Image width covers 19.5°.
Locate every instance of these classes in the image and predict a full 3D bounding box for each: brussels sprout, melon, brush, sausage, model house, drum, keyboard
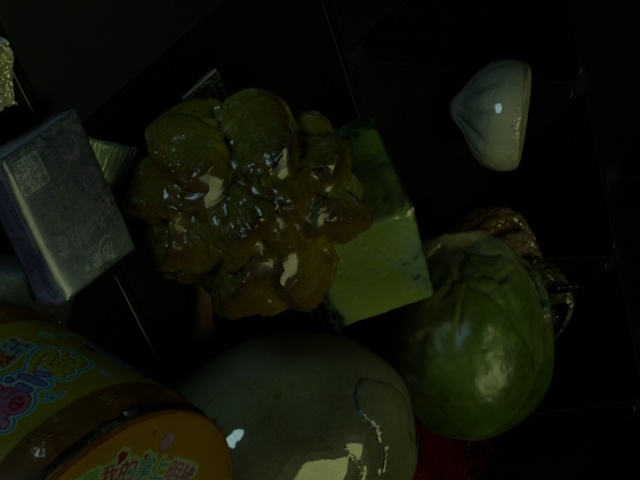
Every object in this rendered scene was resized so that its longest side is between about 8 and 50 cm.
[{"bbox_3d":[0.178,0.116,2.216,0.244,0.244,0.244,-29,134,-35],"label":"brussels sprout"},{"bbox_3d":[-0.043,0.232,2.059,0.330,0.268,0.268,-28,135,-16],"label":"melon"},{"bbox_3d":[-0.252,-0.007,1.867,0.083,0.011,0.205,12,105,-53],"label":"brush"},{"bbox_3d":[-0.129,0.058,2.045,0.026,0.026,0.116,-26,132,-37],"label":"sausage"},{"bbox_3d":[0.000,0.000,2.095,0.211,0.170,0.194,-22,144,-2],"label":"model house"},{"bbox_3d":[-0.288,0.284,1.706,0.431,0.214,0.431,-42,147,-34],"label":"drum"},{"bbox_3d":[-0.104,-0.124,1.954,0.049,0.015,0.129,-47,142,-16],"label":"keyboard"}]

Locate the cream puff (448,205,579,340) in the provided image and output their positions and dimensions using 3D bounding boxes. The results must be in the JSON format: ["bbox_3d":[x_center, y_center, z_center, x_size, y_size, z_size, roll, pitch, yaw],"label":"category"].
[{"bbox_3d":[0.244,0.064,2.366,0.183,0.169,0.183,-28,134,-34],"label":"cream puff"}]

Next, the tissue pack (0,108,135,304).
[{"bbox_3d":[-0.249,-0.031,1.766,0.112,0.051,0.156,-41,117,-42],"label":"tissue pack"}]

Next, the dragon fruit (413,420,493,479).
[{"bbox_3d":[0.050,0.284,2.366,0.329,0.228,0.286,54,37,-31],"label":"dragon fruit"}]

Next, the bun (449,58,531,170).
[{"bbox_3d":[0.201,-0.152,2.233,0.138,0.094,0.138,6,90,-84],"label":"bun"}]

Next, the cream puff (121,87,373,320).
[{"bbox_3d":[-0.070,-0.038,1.885,0.244,0.196,0.244,-17,126,-25],"label":"cream puff"}]

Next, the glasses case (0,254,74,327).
[{"bbox_3d":[-0.344,0.168,1.826,0.131,0.074,0.323,5,111,-49],"label":"glasses case"}]

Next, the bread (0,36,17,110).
[{"bbox_3d":[-0.312,-0.143,1.681,0.083,0.035,0.070,-20,127,-37],"label":"bread"}]
